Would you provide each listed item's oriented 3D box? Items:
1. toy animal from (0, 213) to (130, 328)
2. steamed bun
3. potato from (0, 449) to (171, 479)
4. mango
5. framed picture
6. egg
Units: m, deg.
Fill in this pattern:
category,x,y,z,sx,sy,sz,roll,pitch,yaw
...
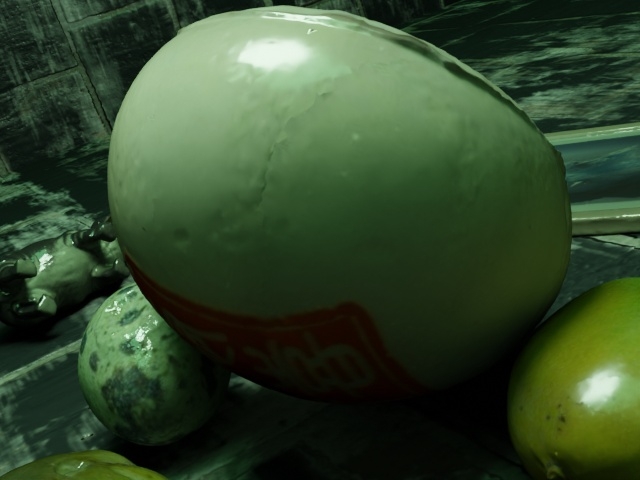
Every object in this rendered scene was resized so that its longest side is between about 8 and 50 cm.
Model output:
category,x,y,z,sx,sy,sz,roll,pitch,yaw
toy animal,-0.346,0.028,1.297,0.168,0.106,0.343,-16,11,27
steamed bun,0.000,0.000,0.696,0.375,0.374,0.241,2,63,45
potato,-0.169,0.220,0.521,0.197,0.148,0.228,-19,14,48
mango,0.205,0.090,0.595,0.156,0.114,0.251,-23,16,21
framed picture,0.315,-0.080,1.117,0.446,0.028,0.326,-4,23,35
egg,-0.152,0.114,0.812,0.141,0.141,0.181,-18,28,0
